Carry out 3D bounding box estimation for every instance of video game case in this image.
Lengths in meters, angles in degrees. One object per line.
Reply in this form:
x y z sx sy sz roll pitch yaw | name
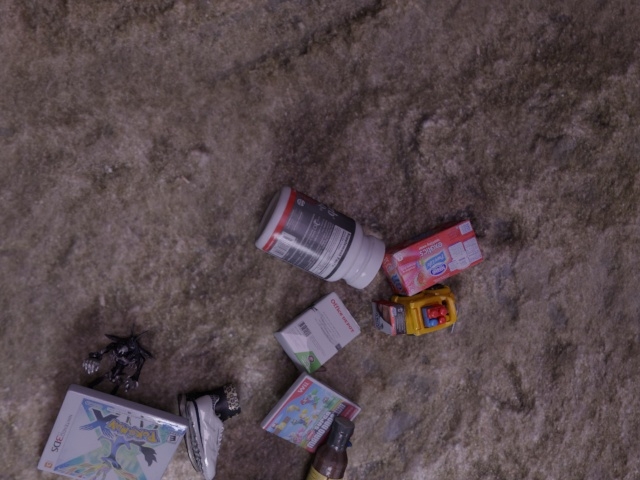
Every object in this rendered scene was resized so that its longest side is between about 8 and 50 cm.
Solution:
-0.572 0.562 1.401 0.328 0.036 0.300 23 110 -16 | video game case
-0.022 0.540 1.560 0.204 0.025 0.285 -50 125 -2 | video game case

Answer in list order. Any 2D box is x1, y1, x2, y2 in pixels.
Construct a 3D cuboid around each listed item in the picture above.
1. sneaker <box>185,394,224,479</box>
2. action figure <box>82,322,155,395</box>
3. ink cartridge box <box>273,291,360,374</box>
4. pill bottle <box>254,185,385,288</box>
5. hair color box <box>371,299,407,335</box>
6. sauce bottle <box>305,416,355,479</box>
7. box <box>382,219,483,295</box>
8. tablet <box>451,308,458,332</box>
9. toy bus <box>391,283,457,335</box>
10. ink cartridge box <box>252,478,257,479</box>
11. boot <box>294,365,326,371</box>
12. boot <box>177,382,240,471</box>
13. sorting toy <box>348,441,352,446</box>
-0.315 0.559 1.439 0.094 0.090 0.235 -10 94 -33 | sneaker
-0.578 0.372 1.423 0.164 0.141 0.276 27 84 -7 | action figure
-0.009 0.288 1.586 0.219 0.092 0.160 -34 92 -23 | ink cartridge box
0.000 0.000 1.558 0.362 0.210 0.210 26 82 -14 | pill bottle
0.219 0.246 1.634 0.053 0.167 0.093 -5 89 -16 | hair color box
0.021 0.721 1.574 0.111 0.111 0.345 20 93 -14 | sauce bottle
0.367 0.055 1.694 0.299 0.142 0.154 -24 95 -15 | box
0.469 0.281 1.767 0.006 0.054 0.083 13 84 20 | tablet
0.371 0.229 1.657 0.220 0.211 0.150 -12 90 -17 | toy bus
-0.209 0.853 1.437 0.197 0.270 0.198 -28 90 -16 | ink cartridge box
-0.034 0.374 1.627 0.118 0.042 0.087 7 81 -20 | boot
-0.321 0.554 1.519 0.178 0.085 0.237 -12 93 -19 | boot
0.077 0.647 1.650 0.102 0.061 0.042 -48 135 -5 | sorting toy
